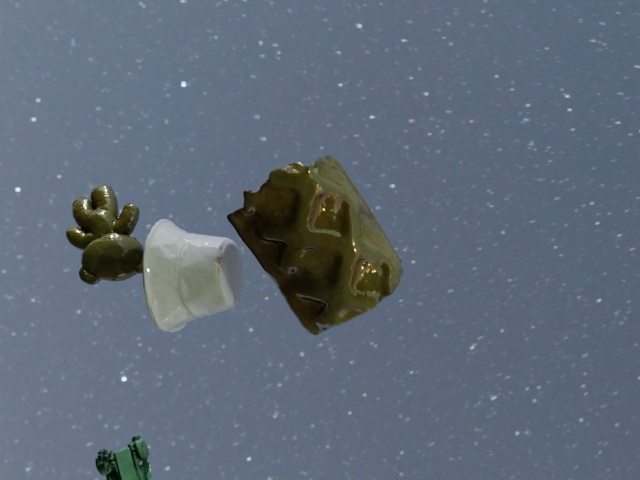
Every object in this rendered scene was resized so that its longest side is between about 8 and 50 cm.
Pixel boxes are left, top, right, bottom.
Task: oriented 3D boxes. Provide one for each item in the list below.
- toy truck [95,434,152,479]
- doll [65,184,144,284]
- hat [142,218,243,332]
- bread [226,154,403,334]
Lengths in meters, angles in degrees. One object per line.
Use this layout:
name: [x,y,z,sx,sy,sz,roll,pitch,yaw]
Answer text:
toy truck: [-0.272,0.373,1.230,0.078,0.080,0.154,81,-14,-66]
doll: [-0.383,-0.006,1.494,0.097,0.137,0.209,84,-15,-54]
hat: [-0.202,0.057,1.388,0.126,0.203,0.203,-4,-84,16]
bread: [-0.004,0.003,1.307,0.196,0.238,0.252,-36,-89,10]
